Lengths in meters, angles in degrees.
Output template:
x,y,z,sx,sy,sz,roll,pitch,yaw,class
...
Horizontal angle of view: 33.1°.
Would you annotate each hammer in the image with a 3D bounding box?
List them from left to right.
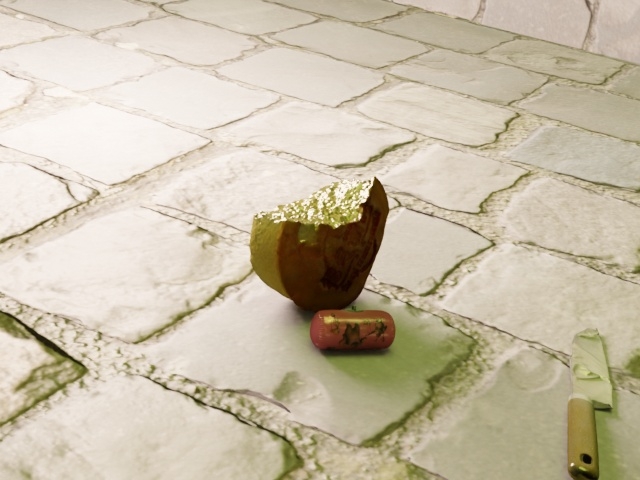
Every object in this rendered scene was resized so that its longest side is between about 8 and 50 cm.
x,y,z,sx,sy,sz,roll,pitch,yaw,class
0.031,0.085,1.043,0.083,0.043,0.043,2,25,-14,hammer

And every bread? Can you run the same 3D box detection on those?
x,y,z,sx,sy,sz,roll,pitch,yaw,class
0.003,0.008,1.107,0.086,0.125,0.156,20,37,41,bread

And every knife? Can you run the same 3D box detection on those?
x,y,z,sx,sy,sz,roll,pitch,yaw,class
0.253,0.146,1.010,0.047,0.017,0.298,13,22,7,knife
